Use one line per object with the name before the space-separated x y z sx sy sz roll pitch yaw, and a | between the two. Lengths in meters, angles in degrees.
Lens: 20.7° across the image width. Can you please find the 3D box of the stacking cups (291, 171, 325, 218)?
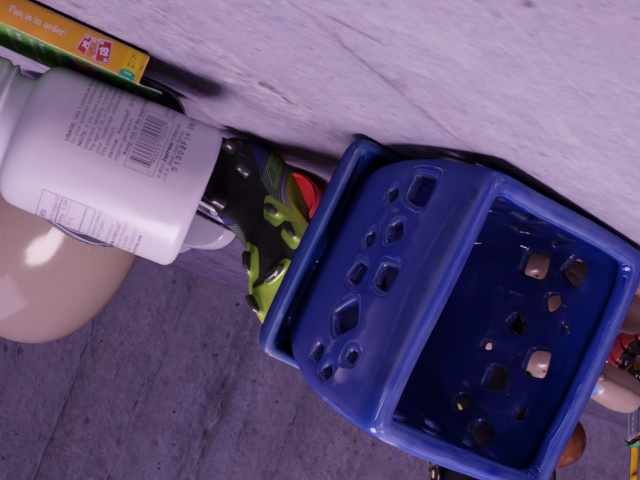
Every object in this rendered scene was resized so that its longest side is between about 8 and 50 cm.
stacking cups | 0.000 0.000 1.962 0.096 0.096 0.316 20 174 14

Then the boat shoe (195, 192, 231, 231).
boat shoe | -0.203 -0.085 1.880 0.301 0.102 0.108 20 174 12

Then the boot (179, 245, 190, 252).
boot | -0.290 -0.071 2.451 0.258 0.095 0.123 33 176 -20

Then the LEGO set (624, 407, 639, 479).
LEGO set | 0.448 0.256 1.772 0.331 0.192 0.255 6 169 -9

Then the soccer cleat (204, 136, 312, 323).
soccer cleat | -0.027 0.005 1.690 0.121 0.093 0.289 22 -153 -39

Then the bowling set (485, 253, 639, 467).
bowling set | 0.222 0.102 1.651 0.154 0.199 0.287 27 169 -19

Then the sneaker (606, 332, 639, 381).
sneaker | 0.337 0.109 1.889 0.093 0.088 0.225 42 -176 29

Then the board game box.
board game box | -0.262 -0.186 1.527 0.259 0.039 0.124 26 173 -16

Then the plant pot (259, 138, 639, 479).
plant pot | 0.099 0.055 1.498 0.236 0.236 0.212 27 178 -43

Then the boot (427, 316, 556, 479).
boot | 0.103 0.147 1.730 0.284 0.377 0.138 40 135 -16

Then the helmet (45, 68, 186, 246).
helmet | -0.211 -0.079 1.683 0.169 0.161 0.169 21 174 2

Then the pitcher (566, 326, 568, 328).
pitcher | 0.182 0.074 1.950 0.207 0.125 0.178 12 155 -11

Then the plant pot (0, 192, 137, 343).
plant pot | -0.313 -0.043 2.079 0.284 0.284 0.191 26 139 -37

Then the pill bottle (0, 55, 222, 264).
pill bottle | -0.212 -0.078 1.530 0.229 0.131 0.131 22 174 -6

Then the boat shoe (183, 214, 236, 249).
boat shoe | -0.171 -0.043 2.192 0.088 0.096 0.267 22 177 -42
